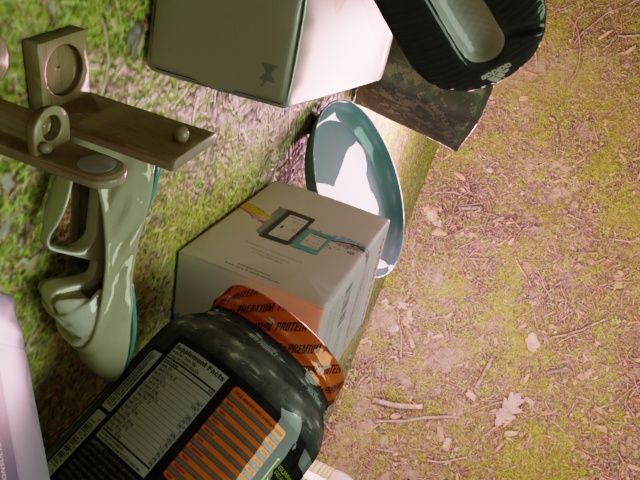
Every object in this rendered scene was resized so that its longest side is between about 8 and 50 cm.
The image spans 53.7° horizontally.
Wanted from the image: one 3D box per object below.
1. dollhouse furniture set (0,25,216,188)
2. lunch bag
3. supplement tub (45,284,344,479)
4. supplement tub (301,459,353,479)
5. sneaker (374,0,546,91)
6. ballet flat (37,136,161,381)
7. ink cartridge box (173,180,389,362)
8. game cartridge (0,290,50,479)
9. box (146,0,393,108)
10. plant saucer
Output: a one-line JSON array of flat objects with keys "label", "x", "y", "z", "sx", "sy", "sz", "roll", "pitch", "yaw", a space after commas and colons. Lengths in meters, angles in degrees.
[{"label": "dollhouse furniture set", "x": -0.149, "y": -0.119, "z": 0.384, "sx": 0.144, "sy": 0.123, "sz": 0.151, "roll": -52, "pitch": 157, "yaw": -52}, {"label": "lunch bag", "x": 0.227, "y": -0.359, "z": 1.211, "sx": 0.169, "sy": 0.235, "sz": 0.287, "roll": 107, "pitch": 9, "yaw": -74}, {"label": "supplement tub", "x": -0.139, "y": 0.218, "z": 0.609, "sx": 0.338, "sy": 0.207, "sz": 0.207, "roll": -48, "pitch": 158, "yaw": -25}, {"label": "supplement tub", "x": -0.076, "y": 0.478, "z": 1.082, "sx": 0.235, "sy": 0.324, "sz": 0.236, "roll": 20, "pitch": 90, "yaw": -76}, {"label": "sneaker", "x": 0.047, "y": -0.360, "z": 0.541, "sx": 0.447, "sy": 0.169, "sz": 0.258, "roll": 49, "pitch": 29, "yaw": -41}, {"label": "ballet flat", "x": -0.196, "y": 0.017, "z": 0.529, "sx": 0.086, "sy": 0.086, "sz": 0.249, "roll": -37, "pitch": 143, "yaw": -65}, {"label": "ink cartridge box", "x": -0.049, "y": 0.072, "z": 0.881, "sx": 0.270, "sy": 0.197, "sz": 0.198, "roll": -47, "pitch": 153, "yaw": -57}, {"label": "game cartridge", "x": -0.209, "y": 0.131, "z": 0.316, "sx": 0.198, "sy": 0.062, "sz": 0.298, "roll": 53, "pitch": 16, "yaw": -70}, {"label": "box", "x": -0.027, "y": -0.229, "z": 0.656, "sx": 0.311, "sy": 0.147, "sz": 0.121, "roll": -44, "pitch": 150, "yaw": -63}, {"label": "plant saucer", "x": 0.060, "y": -0.087, "z": 1.112, "sx": 0.317, "sy": 0.043, "sz": 0.318, "roll": 27, "pitch": 56, "yaw": -51}]
